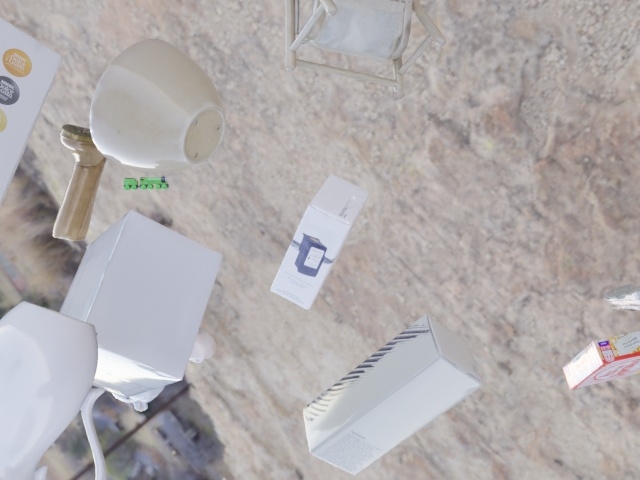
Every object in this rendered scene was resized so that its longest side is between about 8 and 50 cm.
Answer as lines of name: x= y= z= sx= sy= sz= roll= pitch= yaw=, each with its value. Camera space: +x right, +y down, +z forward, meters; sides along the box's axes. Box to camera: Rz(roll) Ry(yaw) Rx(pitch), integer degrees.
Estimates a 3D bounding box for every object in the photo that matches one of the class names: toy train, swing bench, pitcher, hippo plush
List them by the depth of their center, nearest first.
pitcher: x=-0.305 y=0.187 z=0.944 sx=0.177 sy=0.207 sz=0.125 roll=21 pitch=170 yaw=-15
toy train: x=-0.312 y=-0.102 z=1.508 sx=0.017 sy=0.083 sz=0.024 roll=-88 pitch=-4 yaw=-85
swing bench: x=0.061 y=-0.433 z=1.528 sx=0.165 sy=0.253 sz=0.255 roll=-44 pitch=49 yaw=48
hippo plush: x=-0.422 y=0.256 z=1.990 sx=0.234 sy=0.236 sz=0.294 roll=50 pitch=156 yaw=-14

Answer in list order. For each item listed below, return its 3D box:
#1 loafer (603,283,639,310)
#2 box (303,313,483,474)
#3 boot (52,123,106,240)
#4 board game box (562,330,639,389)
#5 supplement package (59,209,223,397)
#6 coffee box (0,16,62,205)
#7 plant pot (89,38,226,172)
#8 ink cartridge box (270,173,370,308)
loafer: x=0.442 y=0.086 z=1.195 sx=0.039 sy=0.045 sz=0.125 roll=60 pitch=173 yaw=2
box: x=0.106 y=0.243 z=1.308 sx=0.275 sy=0.094 sz=0.113 roll=-40 pitch=125 yaw=21
boot: x=-0.571 y=-0.128 z=1.981 sx=0.089 sy=0.236 sz=0.270 roll=22 pitch=97 yaw=10
board game box: x=0.541 y=0.199 z=1.472 sx=0.147 sy=0.193 sz=0.045 roll=103 pitch=155 yaw=-62
supplement package: x=-0.267 y=0.096 z=1.181 sx=0.149 sy=0.194 sz=0.203 roll=28 pitch=152 yaw=-23
coffee box: x=-0.707 y=-0.219 z=1.427 sx=0.337 sy=0.335 sz=0.338 roll=32 pitch=149 yaw=-33
plant pot: x=-0.310 y=-0.256 z=1.769 sx=0.191 sy=0.284 sz=0.284 roll=28 pitch=140 yaw=26
ink cartridge box: x=0.000 y=0.000 z=1.800 sx=0.100 sy=0.172 sz=0.237 roll=28 pitch=122 yaw=2
